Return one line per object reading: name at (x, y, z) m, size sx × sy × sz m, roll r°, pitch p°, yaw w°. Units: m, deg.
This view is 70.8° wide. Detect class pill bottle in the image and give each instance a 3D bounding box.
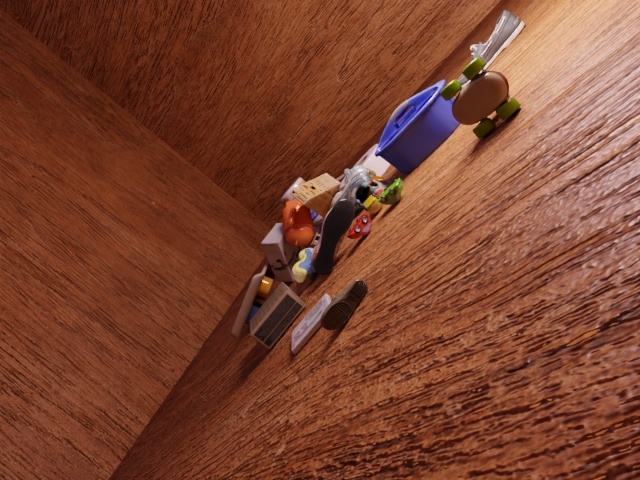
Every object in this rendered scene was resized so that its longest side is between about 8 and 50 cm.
pill bottle at (-0.044, -0.159, 2.142) m, size 0.152 × 0.272 × 0.152 m, roll -48°, pitch 8°, yaw 10°

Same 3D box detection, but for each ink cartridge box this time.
ink cartridge box at (-0.160, 0.054, 2.011) m, size 0.093 × 0.219 × 0.160 m, roll -3°, pitch 35°, yaw 26°
ink cartridge box at (-0.154, 0.254, 1.556) m, size 0.193 × 0.088 × 0.235 m, roll -49°, pitch 8°, yaw -5°

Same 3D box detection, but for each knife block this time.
knife block at (-0.008, -0.149, 1.900) m, size 0.276 × 0.088 × 0.242 m, roll -30°, pitch -33°, yaw -35°

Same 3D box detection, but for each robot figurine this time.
robot figurine at (-0.098, -0.068, 1.913) m, size 0.158 × 0.128 × 0.219 m, roll 128°, pitch 138°, yaw -57°

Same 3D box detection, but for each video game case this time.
video game case at (-0.025, 0.226, 1.242) m, size 0.157 × 0.019 × 0.143 m, roll -50°, pitch 8°, yaw 4°

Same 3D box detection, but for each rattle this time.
rattle at (0.192, -0.197, 1.916) m, size 0.130 × 0.143 × 0.199 m, roll 0°, pitch -60°, yaw -59°

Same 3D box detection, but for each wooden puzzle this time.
wooden puzzle at (-0.279, 0.249, 2.063) m, size 0.348 × 0.081 × 0.321 m, roll -64°, pitch -2°, yaw -75°

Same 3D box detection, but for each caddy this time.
caddy at (0.330, -0.398, 1.565) m, size 0.341 × 0.179 × 0.241 m, roll -44°, pitch 11°, yaw 33°

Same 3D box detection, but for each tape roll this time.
tape roll at (0.207, -0.314, 2.108) m, size 0.286 × 0.100 × 0.286 m, roll -49°, pitch 9°, yaw 11°

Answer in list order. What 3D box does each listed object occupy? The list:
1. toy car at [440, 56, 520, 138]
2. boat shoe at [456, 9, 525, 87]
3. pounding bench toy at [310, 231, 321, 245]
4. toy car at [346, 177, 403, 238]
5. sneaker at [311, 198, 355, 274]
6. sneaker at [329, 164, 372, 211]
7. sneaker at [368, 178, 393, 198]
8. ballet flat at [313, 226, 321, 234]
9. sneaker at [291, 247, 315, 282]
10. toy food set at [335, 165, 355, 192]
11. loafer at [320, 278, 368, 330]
toy car at (0.425, -0.378, 1.144) m, size 0.188 × 0.155 × 0.149 m, roll -41°, pitch 0°, yaw -41°
boat shoe at (0.622, -0.723, 1.722) m, size 0.319 × 0.099 × 0.116 m, roll -47°, pitch 9°, yaw 22°
pounding bench toy at (0.000, 0.000, 1.920) m, size 0.052 × 0.065 × 0.083 m, roll -63°, pitch 5°, yaw 14°
toy car at (0.195, -0.114, 1.459) m, size 0.225 × 0.053 × 0.239 m, roll -42°, pitch 12°, yaw 42°
sneaker at (0.035, -0.016, 1.559) m, size 0.145 × 0.090 × 0.269 m, roll -153°, pitch 82°, yaw -83°
sneaker at (0.128, -0.161, 1.830) m, size 0.110 × 0.122 × 0.282 m, roll -8°, pitch -41°, yaw -32°
sneaker at (0.217, -0.201, 1.642) m, size 0.057 × 0.075 × 0.161 m, roll -45°, pitch 10°, yaw 32°
ballet flat at (-0.042, -0.049, 2.327) m, size 0.091 × 0.077 × 0.241 m, roll -53°, pitch 9°, yaw -26°
sneaker at (-0.022, 0.079, 1.723) m, size 0.126 × 0.091 × 0.240 m, roll -27°, pitch 17°, yaw 21°
toy food set at (0.103, -0.294, 2.419) m, size 0.220 × 0.092 × 0.306 m, roll -31°, pitch 15°, yaw 23°
loafer at (0.054, 0.152, 1.053) m, size 0.148 × 0.056 × 0.050 m, roll -43°, pitch 4°, yaw -21°
